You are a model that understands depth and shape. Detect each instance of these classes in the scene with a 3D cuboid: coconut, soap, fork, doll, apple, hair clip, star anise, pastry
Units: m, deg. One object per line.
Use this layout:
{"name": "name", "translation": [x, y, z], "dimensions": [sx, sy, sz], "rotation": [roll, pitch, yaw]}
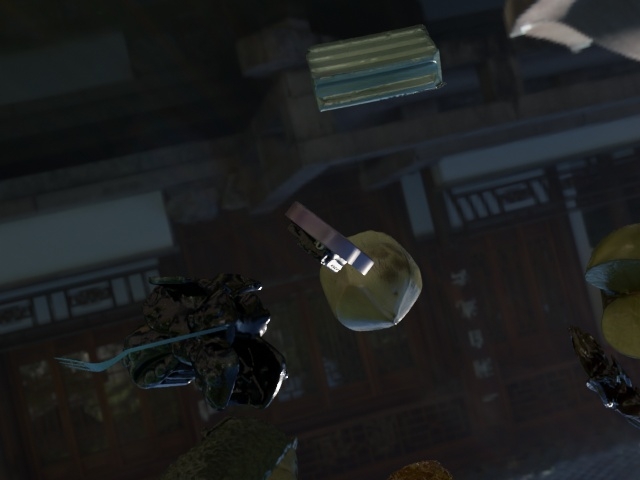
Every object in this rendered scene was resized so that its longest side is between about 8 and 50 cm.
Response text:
{"name": "coconut", "translation": [0.110, 0.091, 1.971], "dimensions": [0.224, 0.224, 0.224], "rotation": [-14, 178, -1]}
{"name": "soap", "translation": [0.107, -0.337, 1.843], "dimensions": [0.261, 0.094, 0.150], "rotation": [-11, -143, -2]}
{"name": "fork", "translation": [-0.229, 0.141, 1.191], "dimensions": [0.235, 0.021, 0.039], "rotation": [-13, 151, 13]}
{"name": "doll", "translation": [-0.158, 0.450, 1.611], "dimensions": [0.247, 0.247, 0.349], "rotation": [-15, -158, 33]}
{"name": "apple", "translation": [0.743, 0.096, 2.088], "dimensions": [0.257, 0.295, 0.233], "rotation": [-14, -160, 27]}
{"name": "hair clip", "translation": [-0.194, 0.153, 1.522], "dimensions": [0.194, 0.207, 0.310], "rotation": [7, 178, -44]}
{"name": "star anise", "translation": [0.388, 0.197, 1.206], "dimensions": [0.053, 0.212, 0.157], "rotation": [-42, 177, 11]}
{"name": "pastry", "translation": [0.248, 0.637, 2.118], "dimensions": [0.255, 0.237, 0.170], "rotation": [3, -167, -28]}

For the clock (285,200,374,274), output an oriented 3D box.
{"name": "clock", "translation": [0.000, 0.000, 1.637], "dimensions": [0.064, 0.172, 0.198], "rotation": [-53, 157, 0]}
